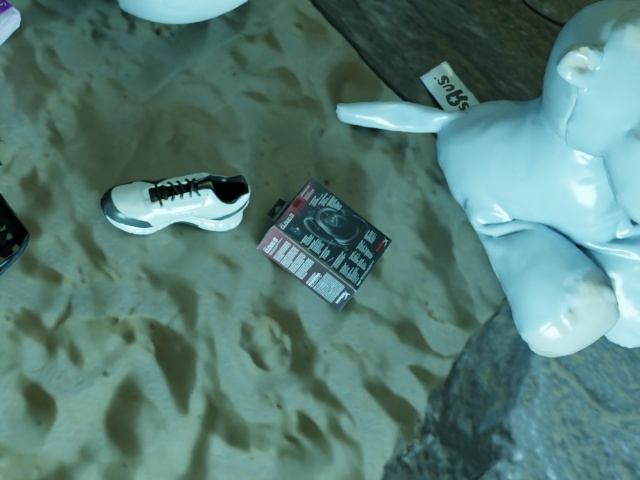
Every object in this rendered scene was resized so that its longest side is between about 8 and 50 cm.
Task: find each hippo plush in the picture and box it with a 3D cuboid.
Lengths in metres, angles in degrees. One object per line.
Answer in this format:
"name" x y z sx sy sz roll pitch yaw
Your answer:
"hippo plush" 0.221 -0.083 1.159 0.234 0.236 0.294 -25 73 -39

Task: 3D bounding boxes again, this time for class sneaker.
"sneaker" -0.098 -0.031 1.068 0.109 0.044 0.040 -4 62 -30

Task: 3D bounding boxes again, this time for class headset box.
"headset box" 0.000 0.000 1.110 0.083 0.032 0.062 37 47 -1

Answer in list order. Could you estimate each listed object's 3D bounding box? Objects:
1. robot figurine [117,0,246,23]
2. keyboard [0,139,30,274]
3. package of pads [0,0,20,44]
"robot figurine" -0.147 -0.293 1.118 0.353 0.199 0.300 36 12 -4
"keyboard" -0.256 -0.052 1.007 0.100 0.038 0.192 -34 79 -18
"package of pads" -0.248 -0.142 1.067 0.050 0.032 0.083 38 47 -5
